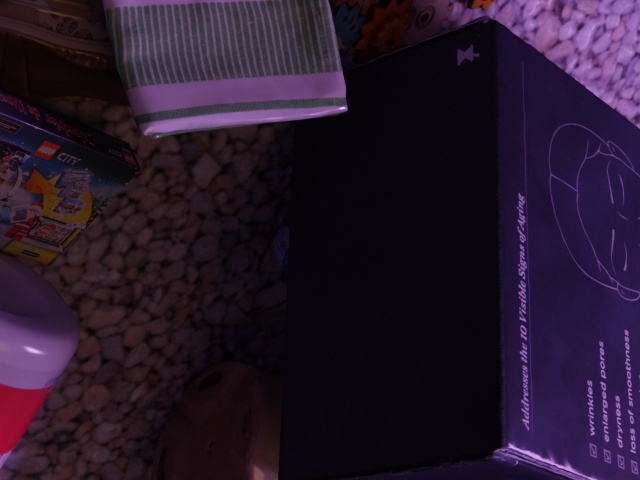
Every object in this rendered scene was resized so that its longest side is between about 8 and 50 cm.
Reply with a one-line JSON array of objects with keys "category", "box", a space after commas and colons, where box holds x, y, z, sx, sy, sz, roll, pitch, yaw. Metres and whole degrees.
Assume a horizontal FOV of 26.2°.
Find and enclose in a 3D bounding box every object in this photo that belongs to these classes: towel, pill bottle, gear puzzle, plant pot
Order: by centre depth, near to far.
[{"category": "towel", "box": [-0.100, -0.269, 1.327, 0.247, 0.038, 0.325, -10, 90, -31]}, {"category": "pill bottle", "box": [-0.440, 0.201, 1.399, 0.229, 0.229, 0.408, 24, 105, -44]}, {"category": "gear puzzle", "box": [0.117, -0.274, 1.569, 0.339, 0.044, 0.175, -17, 140, -42]}, {"category": "plant pot", "box": [-0.030, 0.304, 1.742, 0.305, 0.334, 0.334, 27, 102, -34]}]

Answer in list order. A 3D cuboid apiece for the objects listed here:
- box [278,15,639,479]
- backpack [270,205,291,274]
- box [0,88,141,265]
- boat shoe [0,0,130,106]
[{"category": "box", "box": [0.217, 0.081, 1.589, 0.297, 0.480, 0.471, -15, 151, 36]}, {"category": "backpack", "box": [0.000, 0.000, 1.685, 0.105, 0.084, 0.114, 20, 110, -41]}, {"category": "box", "box": [-0.318, -0.066, 1.390, 0.159, 0.044, 0.233, -44, 143, 19]}, {"category": "boat shoe", "box": [-0.246, -0.196, 1.342, 0.285, 0.089, 0.104, 10, 151, -20]}]
